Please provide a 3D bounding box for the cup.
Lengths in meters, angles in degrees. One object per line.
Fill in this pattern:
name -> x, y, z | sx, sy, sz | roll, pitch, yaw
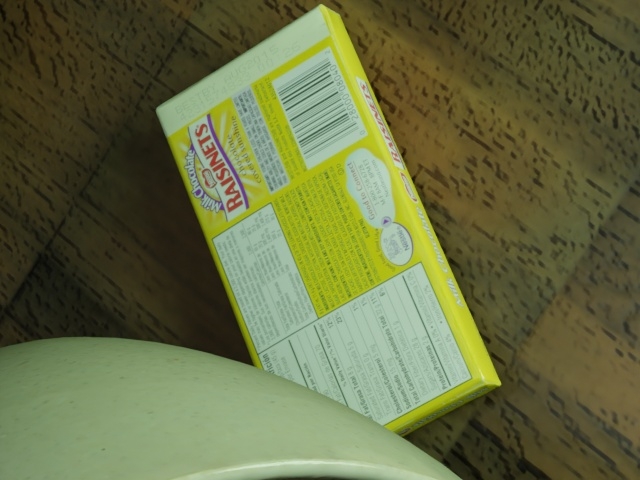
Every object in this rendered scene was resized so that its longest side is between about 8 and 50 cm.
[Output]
cup -> -0.093, 0.171, 0.792 | 0.331, 0.331, 0.237 | -55, 37, 9

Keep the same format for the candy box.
candy box -> 0.000, 0.000, 0.908 | 0.105, 0.027, 0.206 | -31, 68, 22
